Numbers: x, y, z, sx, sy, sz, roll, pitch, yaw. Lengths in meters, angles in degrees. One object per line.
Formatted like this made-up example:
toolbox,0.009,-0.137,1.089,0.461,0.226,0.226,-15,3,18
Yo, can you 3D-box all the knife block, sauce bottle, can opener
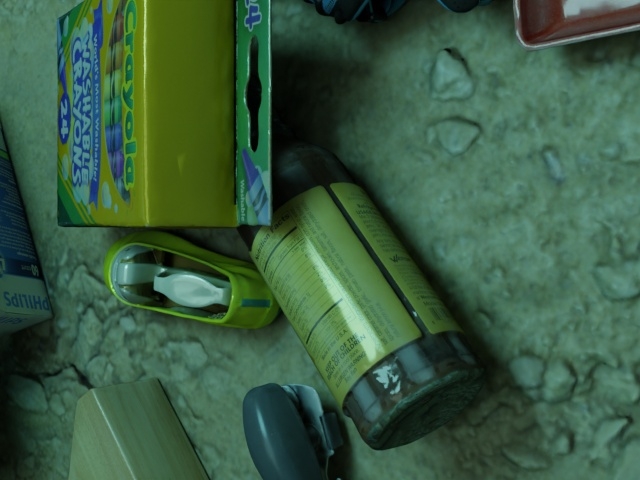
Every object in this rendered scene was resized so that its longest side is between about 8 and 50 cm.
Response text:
knife block,-0.124,0.287,0.910,0.242,0.088,0.275,11,97,34
sauce bottle,0.000,0.000,0.801,0.111,0.111,0.344,-48,56,26
can opener,-0.010,0.257,0.823,0.076,0.095,0.283,-21,79,35

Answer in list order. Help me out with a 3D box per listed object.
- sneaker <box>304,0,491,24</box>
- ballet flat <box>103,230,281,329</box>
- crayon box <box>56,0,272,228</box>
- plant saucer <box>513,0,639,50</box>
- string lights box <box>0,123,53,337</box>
sneaker,-0.009,-0.235,0.797,0.341,0.125,0.139,6,114,44
ballet flat,-0.140,0.035,0.922,0.231,0.077,0.077,11,98,35
crayon box,-0.146,-0.112,0.843,0.323,0.083,0.203,2,92,60
plant saucer,0.249,-0.271,0.660,0.259,0.048,0.258,-5,88,35
string lights box,-0.374,-0.033,1.045,0.077,0.133,0.259,-20,78,10
